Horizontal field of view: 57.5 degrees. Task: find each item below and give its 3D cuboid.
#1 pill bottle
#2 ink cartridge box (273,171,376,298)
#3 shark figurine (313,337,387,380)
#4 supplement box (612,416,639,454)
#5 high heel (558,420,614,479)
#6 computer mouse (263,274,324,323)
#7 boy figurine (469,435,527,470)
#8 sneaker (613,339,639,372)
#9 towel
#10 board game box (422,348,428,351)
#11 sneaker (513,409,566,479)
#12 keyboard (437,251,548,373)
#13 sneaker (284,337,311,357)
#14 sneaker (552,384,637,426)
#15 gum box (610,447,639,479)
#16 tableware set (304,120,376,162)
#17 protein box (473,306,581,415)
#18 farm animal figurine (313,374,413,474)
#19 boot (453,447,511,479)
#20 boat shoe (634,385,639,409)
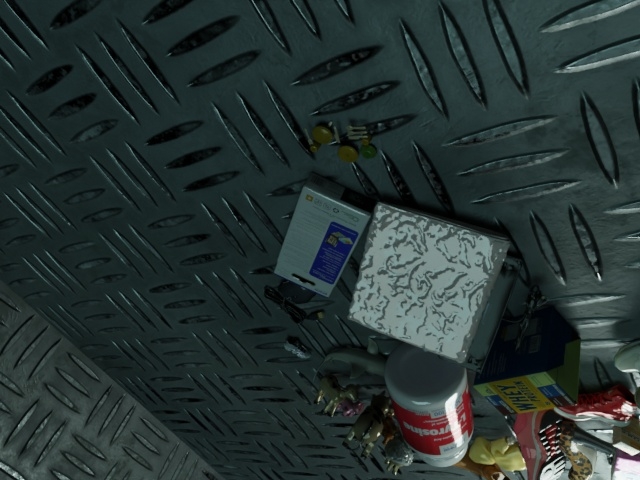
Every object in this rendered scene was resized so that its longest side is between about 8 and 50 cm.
[{"bbox_3d":[0.333,0.495,1.734,0.228,0.229,0.408,3,134,25],"label":"pill bottle"},{"bbox_3d":[0.000,0.000,1.513,0.175,0.069,0.371,24,137,1],"label":"ink cartridge box"},{"bbox_3d":[0.093,0.394,1.843,0.278,0.116,0.166,0,132,25],"label":"shark figurine"},{"bbox_3d":[0.843,0.530,1.608,0.062,0.099,0.036,26,139,-1],"label":"supplement box"},{"bbox_3d":[0.755,0.644,1.791,0.186,0.093,0.261,23,138,14],"label":"high heel"},{"bbox_3d":[-0.050,0.178,1.727,0.184,0.060,0.262,42,137,-16],"label":"computer mouse"},{"bbox_3d":[0.626,0.691,1.895,0.285,0.092,0.177,-17,124,39],"label":"boy figurine"},{"bbox_3d":[0.816,0.291,1.378,0.228,0.092,0.087,-13,128,38],"label":"sneaker"},{"bbox_3d":[0.245,0.096,1.393,0.316,0.053,0.332,19,112,12],"label":"towel"},{"bbox_3d":[0.299,0.215,1.545,0.160,0.039,0.211,50,150,-5],"label":"board game box"},{"bbox_3d":[0.643,0.603,1.741,0.136,0.115,0.314,30,132,58],"label":"sneaker"},{"bbox_3d":[0.417,0.178,1.406,0.201,0.033,0.318,19,111,13],"label":"keyboard"},{"bbox_3d":[-0.073,0.352,1.937,0.098,0.038,0.069,21,140,6],"label":"sneaker"},{"bbox_3d":[0.743,0.425,1.579,0.221,0.087,0.128,7,129,3],"label":"sneaker"},{"bbox_3d":[0.932,0.669,1.735,0.107,0.062,0.189,4,135,23],"label":"gum box"},{"bbox_3d":[0.045,-0.218,1.296,0.154,0.024,0.104,2,137,24],"label":"tableware set"},{"bbox_3d":[0.519,0.305,1.461,0.136,0.200,0.201,43,137,-19],"label":"protein box"},{"bbox_3d":[0.149,0.568,1.920,0.330,0.327,0.172,28,100,-6],"label":"farm animal figurine"},{"bbox_3d":[0.535,0.765,1.971,0.197,0.073,0.152,16,180,-17],"label":"boot"},{"bbox_3d":[0.934,0.384,1.416,0.324,0.123,0.116,2,168,13],"label":"boat shoe"}]
